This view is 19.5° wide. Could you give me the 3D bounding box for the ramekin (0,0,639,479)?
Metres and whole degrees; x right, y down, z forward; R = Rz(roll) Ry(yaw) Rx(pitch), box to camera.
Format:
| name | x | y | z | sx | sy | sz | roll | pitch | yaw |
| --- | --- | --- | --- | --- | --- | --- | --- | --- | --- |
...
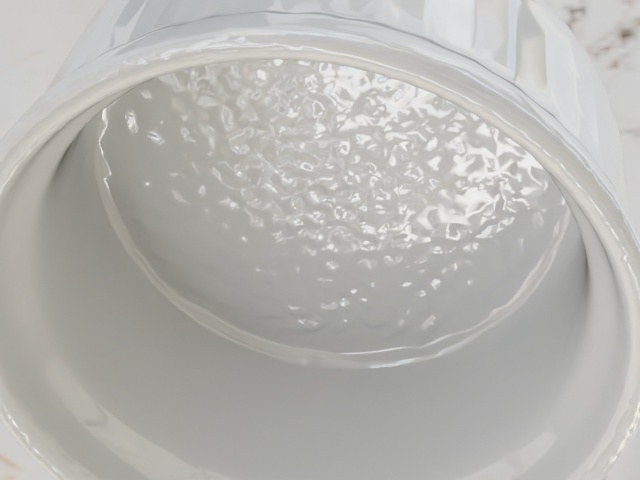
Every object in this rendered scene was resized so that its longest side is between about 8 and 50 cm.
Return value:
| name | x | y | z | sx | sy | sz | roll | pitch | yaw |
| --- | --- | --- | --- | --- | --- | --- | --- | --- | --- |
| ramekin | 0.000 | 0.000 | 0.772 | 0.277 | 0.277 | 0.135 | 54 | 28 | -28 |
